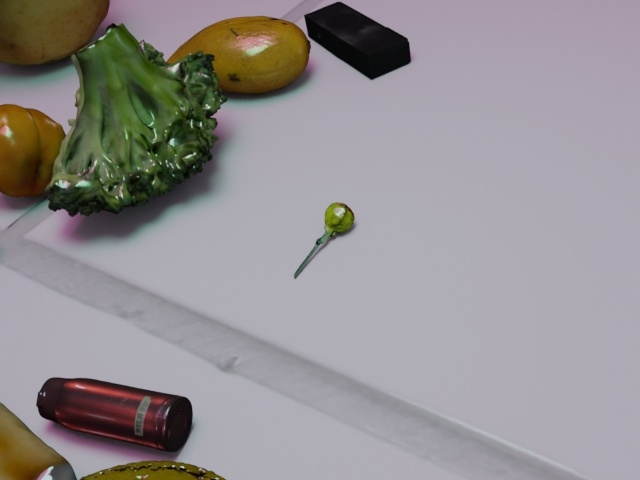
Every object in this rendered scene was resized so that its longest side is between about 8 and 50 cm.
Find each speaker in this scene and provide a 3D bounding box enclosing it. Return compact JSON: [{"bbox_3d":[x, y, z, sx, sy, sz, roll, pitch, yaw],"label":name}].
[{"bbox_3d":[0.059,-0.346,1.349,0.082,0.044,0.218,-26,42,-15],"label":"speaker"}]

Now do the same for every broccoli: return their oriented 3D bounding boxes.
[{"bbox_3d":[-0.273,-0.178,1.087,0.248,0.245,0.288,-12,34,15],"label":"broccoli"}]

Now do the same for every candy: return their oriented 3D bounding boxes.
[{"bbox_3d":[0.000,0.000,0.979,0.035,0.035,0.123,18,56,35],"label":"candy"}]

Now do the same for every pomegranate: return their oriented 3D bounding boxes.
[{"bbox_3d":[-0.566,-0.469,1.454,0.343,0.342,0.342,-7,40,6],"label":"pomegranate"}]

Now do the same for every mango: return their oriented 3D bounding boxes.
[{"bbox_3d":[-0.143,-0.307,1.307,0.262,0.108,0.157,-2,45,15],"label":"mango"}]

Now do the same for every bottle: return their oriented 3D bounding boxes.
[{"bbox_3d":[-0.214,0.173,0.811,0.164,0.060,0.060,6,44,21],"label":"bottle"}]

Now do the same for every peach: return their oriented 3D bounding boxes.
[{"bbox_3d":[-0.437,-0.127,1.159,0.138,0.138,0.138,-7,40,6],"label":"peach"}]

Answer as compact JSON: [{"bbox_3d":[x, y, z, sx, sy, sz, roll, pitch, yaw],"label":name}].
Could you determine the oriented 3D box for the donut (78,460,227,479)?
[{"bbox_3d":[-0.150,0.286,0.626,0.272,0.107,0.272,-6,41,5],"label":"donut"}]

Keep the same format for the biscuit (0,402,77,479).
[{"bbox_3d":[-0.394,0.247,0.764,0.291,0.062,0.237,23,52,35],"label":"biscuit"}]
